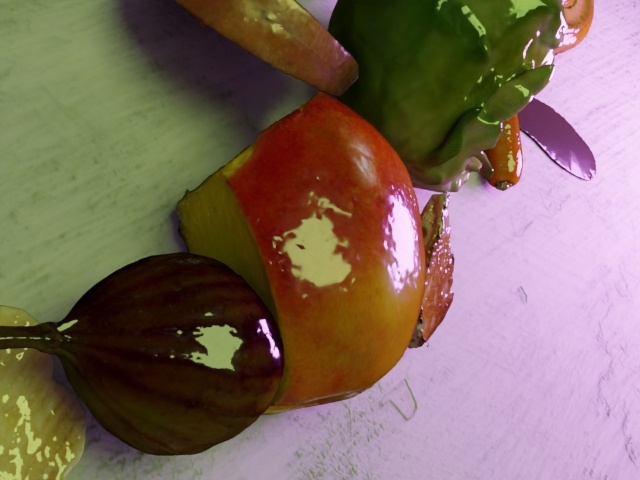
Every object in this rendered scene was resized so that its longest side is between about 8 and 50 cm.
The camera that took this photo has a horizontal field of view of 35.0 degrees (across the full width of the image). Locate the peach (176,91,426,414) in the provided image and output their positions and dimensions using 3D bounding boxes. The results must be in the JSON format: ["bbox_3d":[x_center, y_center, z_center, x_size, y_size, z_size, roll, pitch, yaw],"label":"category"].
[{"bbox_3d":[0.000,0.000,1.224,0.306,0.242,0.380,-8,78,-38],"label":"peach"}]

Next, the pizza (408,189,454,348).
[{"bbox_3d":[0.136,0.047,1.382,0.147,0.069,0.226,-60,153,-33],"label":"pizza"}]

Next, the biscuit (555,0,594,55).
[{"bbox_3d":[0.400,-0.485,1.871,0.296,0.102,0.296,15,65,-36],"label":"biscuit"}]

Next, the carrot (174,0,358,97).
[{"bbox_3d":[-0.085,-0.285,1.284,0.307,0.100,0.258,38,9,-9],"label":"carrot"}]

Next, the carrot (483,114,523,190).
[{"bbox_3d":[0.294,-0.186,1.670,0.067,0.067,0.225,12,66,-37],"label":"carrot"}]

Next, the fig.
[{"bbox_3d":[-0.199,0.114,0.998,0.321,0.217,0.217,5,69,-44],"label":"fig"}]

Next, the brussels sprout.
[{"bbox_3d":[0.166,-0.261,1.441,0.315,0.371,0.276,20,9,6],"label":"brussels sprout"}]

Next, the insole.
[{"bbox_3d":[0.387,-0.208,1.804,0.328,0.007,0.111,31,53,-28],"label":"insole"}]

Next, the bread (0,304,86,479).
[{"bbox_3d":[-0.364,0.189,0.955,0.316,0.054,0.316,17,62,-35],"label":"bread"}]
